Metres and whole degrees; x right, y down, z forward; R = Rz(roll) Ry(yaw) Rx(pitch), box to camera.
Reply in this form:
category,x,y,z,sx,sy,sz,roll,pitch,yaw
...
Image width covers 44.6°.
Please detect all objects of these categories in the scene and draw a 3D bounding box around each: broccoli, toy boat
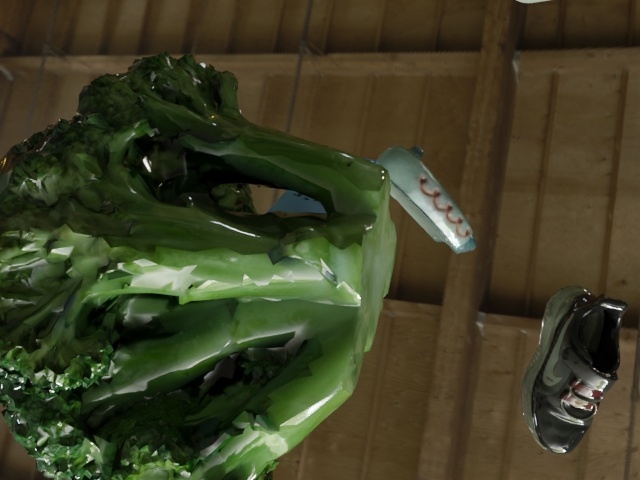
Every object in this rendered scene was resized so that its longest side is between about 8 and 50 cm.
category,x,y,z,sx,sy,sz,roll,pitch,yaw
broccoli,-0.071,0.033,0.458,0.245,0.265,0.294,-1,-91,28
toy boat,0.169,-0.070,1.214,0.079,0.207,0.134,-44,-160,1

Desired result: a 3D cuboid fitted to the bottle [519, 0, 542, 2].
category,x,y,z,sx,sy,sz,roll,pitch,yaw
bottle,0.253,-0.295,0.772,0.245,0.104,0.104,13,-98,53

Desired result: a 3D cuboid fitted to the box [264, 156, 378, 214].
category,x,y,z,sx,sy,sz,roll,pitch,yaw
box,0.000,0.000,0.933,0.083,0.232,0.142,13,-61,14

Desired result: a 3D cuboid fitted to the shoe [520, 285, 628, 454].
category,x,y,z,sx,sy,sz,roll,pitch,yaw
shoe,0.337,0.164,1.014,0.099,0.112,0.227,18,-106,-11
